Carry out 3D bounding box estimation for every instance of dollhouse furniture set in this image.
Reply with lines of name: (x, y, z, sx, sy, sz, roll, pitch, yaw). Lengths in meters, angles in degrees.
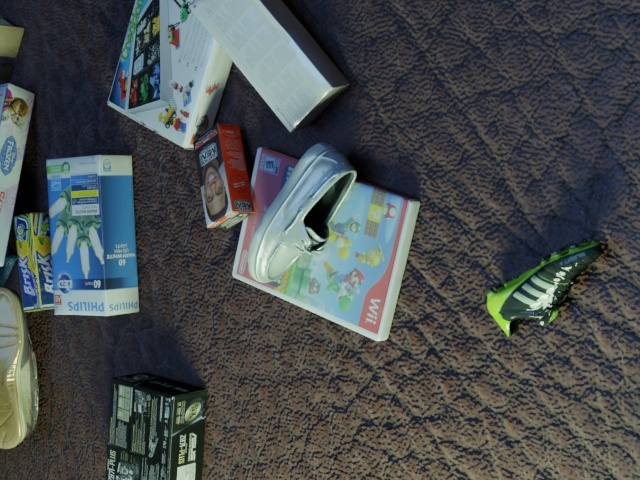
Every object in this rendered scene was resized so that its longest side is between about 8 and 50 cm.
dollhouse furniture set: (-0.641, -0.347, 2.072, 0.151, 0.123, 0.144, 34, 112, 32)

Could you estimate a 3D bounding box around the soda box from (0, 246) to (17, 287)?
soda box: (-0.638, 0.091, 2.130, 0.071, 0.067, 0.210, 45, 119, 28)

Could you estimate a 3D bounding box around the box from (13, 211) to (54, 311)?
box: (-0.487, 0.037, 2.011, 0.054, 0.059, 0.168, -10, 86, 41)

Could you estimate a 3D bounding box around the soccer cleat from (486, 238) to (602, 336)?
soccer cleat: (0.280, 0.058, 1.412, 0.179, 0.060, 0.072, -37, 80, 41)

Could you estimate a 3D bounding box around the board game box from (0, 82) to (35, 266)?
board game box: (-0.664, -0.110, 2.091, 0.318, 0.066, 0.318, 0, 76, 38)

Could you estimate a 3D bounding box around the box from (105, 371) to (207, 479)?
box: (-0.262, 0.314, 1.836, 0.147, 0.078, 0.180, 8, 97, 38)

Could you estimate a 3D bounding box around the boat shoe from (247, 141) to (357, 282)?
boat shoe: (-0.024, -0.024, 1.597, 0.081, 0.079, 0.227, 44, 114, 33)

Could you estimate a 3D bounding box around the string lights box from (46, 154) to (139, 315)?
string lights box: (-0.375, -0.008, 1.909, 0.133, 0.077, 0.259, -2, 91, 37)

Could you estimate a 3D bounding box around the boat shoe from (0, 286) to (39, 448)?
boat shoe: (-0.552, 0.220, 2.050, 0.103, 0.092, 0.285, -4, 94, 14)

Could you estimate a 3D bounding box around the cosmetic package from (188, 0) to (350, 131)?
cosmetic package: (-0.073, -0.277, 1.635, 0.099, 0.060, 0.239, -42, 82, 30)

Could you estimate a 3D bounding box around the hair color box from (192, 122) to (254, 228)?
hair color box: (-0.145, -0.095, 1.726, 0.072, 0.043, 0.141, -30, 66, 46)

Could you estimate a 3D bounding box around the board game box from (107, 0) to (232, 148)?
board game box: (-0.214, -0.316, 1.780, 0.193, 0.053, 0.305, 31, 110, 33)

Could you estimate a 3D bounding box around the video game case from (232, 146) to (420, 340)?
video game case: (0.000, 0.000, 1.646, 0.285, 0.025, 0.204, 21, 105, 35)
